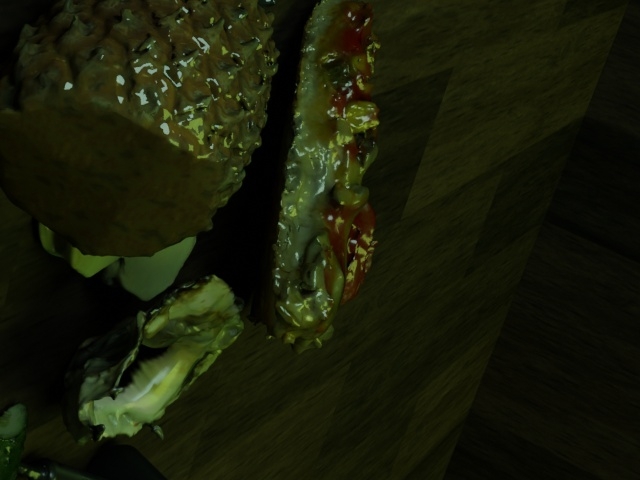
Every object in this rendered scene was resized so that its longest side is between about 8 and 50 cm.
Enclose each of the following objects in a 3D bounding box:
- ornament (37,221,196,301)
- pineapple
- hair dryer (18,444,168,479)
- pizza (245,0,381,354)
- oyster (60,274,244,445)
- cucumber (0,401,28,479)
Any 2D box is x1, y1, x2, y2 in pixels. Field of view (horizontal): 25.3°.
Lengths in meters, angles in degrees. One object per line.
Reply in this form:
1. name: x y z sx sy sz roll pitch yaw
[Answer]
1. ornament: -0.164 -0.044 1.281 0.180 0.059 0.201 -63 160 -5
2. pineapple: -0.118 -0.161 1.104 0.202 0.202 0.362 94 10 -48
3. hair dryer: -0.212 0.266 1.415 0.248 0.195 0.078 31 92 -50
4. pizza: 0.000 0.000 1.486 0.406 0.130 0.440 -86 -173 -58
5. oyster: -0.168 0.107 1.367 0.201 0.107 0.354 -50 169 -5
6. cucumber: -0.293 0.208 1.298 0.067 0.035 0.107 -36 149 -57
